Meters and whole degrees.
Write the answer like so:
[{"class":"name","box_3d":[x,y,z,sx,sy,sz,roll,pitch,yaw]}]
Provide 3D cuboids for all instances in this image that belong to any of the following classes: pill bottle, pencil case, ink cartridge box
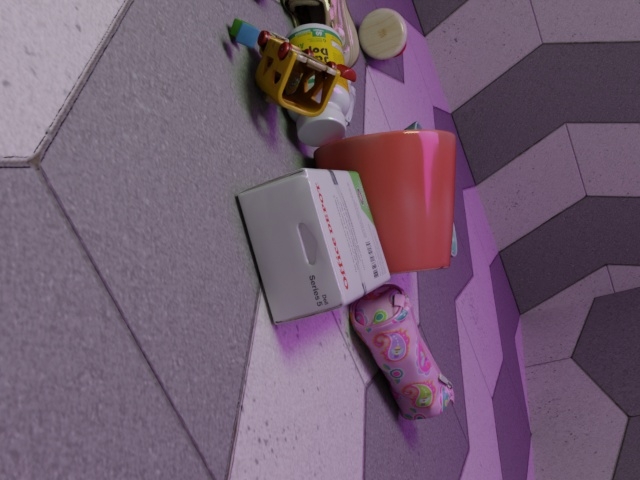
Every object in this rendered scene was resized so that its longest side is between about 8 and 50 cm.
[{"class":"pill bottle","box_3d":[-0.008,-0.279,1.301,0.117,0.118,0.208,42,37,-56]},{"class":"pencil case","box_3d":[0.158,0.216,1.351,0.284,0.124,0.124,61,23,-29]},{"class":"ink cartridge box","box_3d":[0.000,0.000,1.098,0.273,0.115,0.198,-12,86,-71]}]

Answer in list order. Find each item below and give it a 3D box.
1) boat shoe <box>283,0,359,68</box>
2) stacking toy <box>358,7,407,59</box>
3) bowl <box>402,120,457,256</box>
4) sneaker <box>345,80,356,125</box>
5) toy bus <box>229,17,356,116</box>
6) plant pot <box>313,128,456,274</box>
[{"class":"boat shoe","box_3d":[-0.017,-0.505,1.453,0.110,0.122,0.341,-34,108,-47]},{"class":"stacking toy","box_3d":[0.208,-0.608,2.151,0.330,0.141,0.141,-40,112,-73]},{"class":"bowl","box_3d":[0.185,-0.094,1.600,0.311,0.163,0.311,-15,90,-72]},{"class":"sneaker","box_3d":[0.036,-0.287,1.505,0.212,0.080,0.094,-5,91,-72]},{"class":"toy bus","box_3d":[-0.056,-0.273,1.179,0.104,0.191,0.202,-65,166,15]},{"class":"plant pot","box_3d":[0.128,-0.058,1.322,0.275,0.275,0.243,3,81,-70]}]
